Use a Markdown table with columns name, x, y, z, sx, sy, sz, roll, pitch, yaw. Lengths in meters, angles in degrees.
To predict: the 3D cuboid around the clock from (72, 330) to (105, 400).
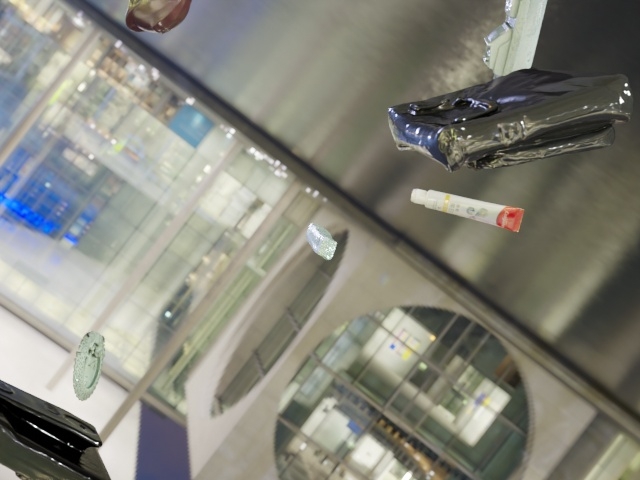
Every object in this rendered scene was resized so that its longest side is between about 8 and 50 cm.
| name | x | y | z | sx | sy | sz | roll | pitch | yaw |
| --- | --- | --- | --- | --- | --- | --- | --- | --- | --- |
| clock | -0.276 | 0.150 | 1.054 | 0.010 | 0.083 | 0.074 | 7 | 169 | 12 |

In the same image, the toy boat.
| name | x | y | z | sx | sy | sz | roll | pitch | yaw |
| --- | --- | --- | --- | --- | --- | --- | --- | --- | --- |
| toy boat | 0.329 | -0.381 | 1.483 | 0.085 | 0.260 | 0.078 | 5 | -150 | -5 |

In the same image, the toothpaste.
| name | x | y | z | sx | sy | sz | roll | pitch | yaw |
| --- | --- | --- | --- | --- | --- | --- | --- | --- | --- |
| toothpaste | 0.249 | -0.056 | 1.516 | 0.190 | 0.048 | 0.031 | 14 | -144 | 11 |

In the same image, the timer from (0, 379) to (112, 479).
| name | x | y | z | sx | sy | sz | roll | pitch | yaw |
| --- | --- | --- | --- | --- | --- | --- | --- | --- | --- |
| timer | -0.279 | 0.169 | 0.822 | 0.187 | 0.055 | 0.144 | 40 | 172 | -26 |

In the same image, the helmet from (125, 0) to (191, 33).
| name | x | y | z | sx | sy | sz | roll | pitch | yaw |
| --- | --- | --- | --- | --- | --- | --- | --- | --- | --- |
| helmet | -0.263 | -0.391 | 1.482 | 0.070 | 0.123 | 0.098 | 34 | -174 | 21 |

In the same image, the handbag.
| name | x | y | z | sx | sy | sz | roll | pitch | yaw |
| --- | --- | --- | --- | --- | --- | --- | --- | --- | --- |
| handbag | 0.219 | -0.147 | 1.085 | 0.275 | 0.244 | 0.088 | -126 | 23 | -72 |

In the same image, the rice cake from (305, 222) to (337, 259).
| name | x | y | z | sx | sy | sz | roll | pitch | yaw |
| --- | --- | --- | --- | --- | --- | --- | --- | --- | --- |
| rice cake | 0.000 | -0.001 | 1.390 | 0.029 | 0.033 | 0.171 | 24 | -174 | -10 |
